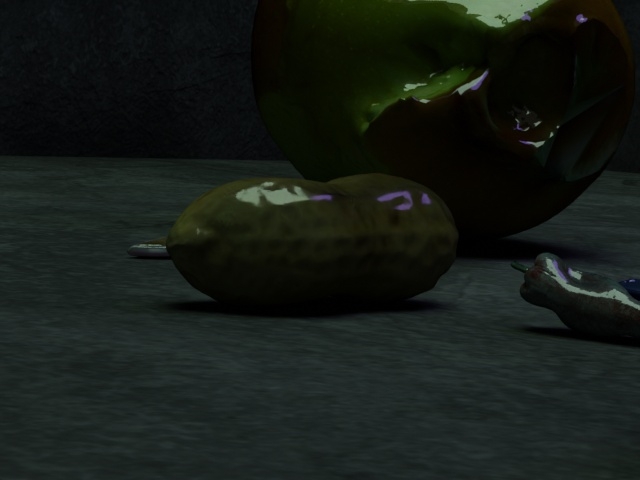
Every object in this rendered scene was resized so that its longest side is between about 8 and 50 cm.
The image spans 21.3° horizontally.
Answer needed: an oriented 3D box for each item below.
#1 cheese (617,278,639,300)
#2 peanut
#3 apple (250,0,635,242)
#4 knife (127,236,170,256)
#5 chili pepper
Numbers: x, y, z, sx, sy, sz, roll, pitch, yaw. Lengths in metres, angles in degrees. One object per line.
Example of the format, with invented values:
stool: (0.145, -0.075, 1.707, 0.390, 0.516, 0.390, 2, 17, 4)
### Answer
cheese: (0.342, 0.022, 1.337, 0.250, 0.064, 0.156, -9, 9, -23)
peanut: (0.000, 0.000, 1.185, 0.229, 0.098, 0.103, 0, -35, -41)
apple: (0.124, -0.168, 1.721, 0.384, 0.374, 0.374, 18, -5, -38)
knife: (-0.083, -0.001, 1.535, 0.046, 0.022, 0.256, 14, 14, 33)
chili pepper: (0.185, 0.044, 1.115, 0.153, 0.041, 0.050, 25, 36, 29)
